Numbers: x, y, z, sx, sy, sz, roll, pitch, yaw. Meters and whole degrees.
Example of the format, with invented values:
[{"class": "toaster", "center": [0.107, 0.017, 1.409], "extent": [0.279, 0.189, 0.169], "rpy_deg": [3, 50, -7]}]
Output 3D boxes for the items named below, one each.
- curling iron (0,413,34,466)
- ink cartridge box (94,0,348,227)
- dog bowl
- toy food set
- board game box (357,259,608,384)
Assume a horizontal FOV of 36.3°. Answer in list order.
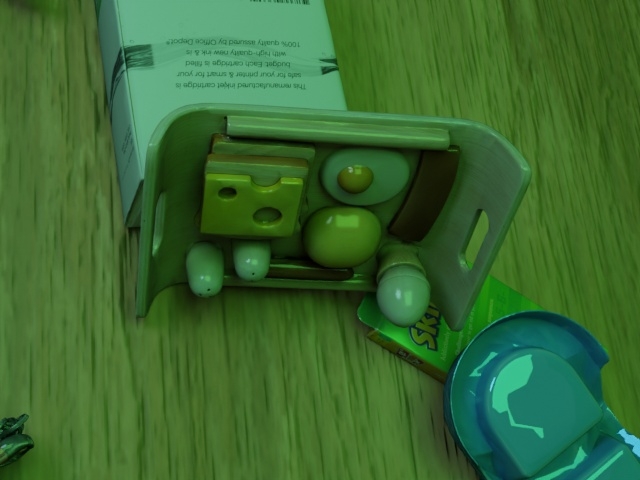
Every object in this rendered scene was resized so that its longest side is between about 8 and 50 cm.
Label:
[{"class": "curling iron", "center": [-0.334, 0.223, 0.739], "extent": [0.274, 0.068, 0.035], "rpy_deg": [-36, 85, -24]}, {"class": "ink cartridge box", "center": [-0.100, -0.165, 0.953], "extent": [0.211, 0.121, 0.289], "rpy_deg": [-3, 69, -22]}, {"class": "dog bowl", "center": [0.228, 0.205, 0.922], "extent": [0.166, 0.074, 0.297], "rpy_deg": [-35, 91, -14]}, {"class": "toy food set", "center": [0.000, 0.000, 0.836], "extent": [0.306, 0.220, 0.092], "rpy_deg": [2, 48, -11]}, {"class": "board game box", "center": [0.164, 0.098, 0.992], "extent": [0.259, 0.039, 0.124], "rpy_deg": [33, 61, -8]}]
